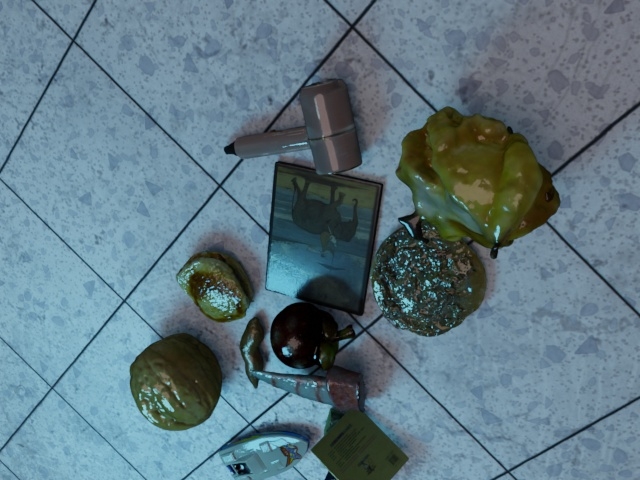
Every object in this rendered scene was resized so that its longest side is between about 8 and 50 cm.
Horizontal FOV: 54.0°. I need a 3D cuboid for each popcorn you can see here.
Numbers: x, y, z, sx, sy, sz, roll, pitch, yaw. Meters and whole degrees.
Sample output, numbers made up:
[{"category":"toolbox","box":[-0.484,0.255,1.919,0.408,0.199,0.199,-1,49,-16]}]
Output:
[{"category":"popcorn","box":[0.300,-0.112,1.201,0.316,0.281,0.297,27,162,30]}]

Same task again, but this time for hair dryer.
[{"category":"hair dryer","box":[-0.084,-0.233,1.382,0.344,0.107,0.189,-4,109,29]}]

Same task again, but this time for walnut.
[{"category":"walnut","box":[-0.382,0.380,1.683,0.257,0.257,0.224,51,151,-5]}]

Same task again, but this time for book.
[{"category":"book","box":[0.100,0.540,1.581,0.192,0.168,0.013,44,161,13]}]

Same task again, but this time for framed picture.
[{"category":"framed picture","box":[0.000,0.000,1.487,0.265,0.016,0.347,14,116,14]}]

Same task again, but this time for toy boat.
[{"category":"toy boat","box":[-0.030,0.369,1.577,0.282,0.096,0.206,3,150,11]},{"category":"toy boat","box":[-0.148,0.594,1.747,0.295,0.088,0.129,-27,100,28]}]

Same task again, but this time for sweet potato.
[{"category":"sweet potato","box":[-0.181,0.298,1.658,0.065,0.051,0.218,10,114,15]}]

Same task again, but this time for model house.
[{"category":"model house","box":[0.056,0.490,1.650,0.083,0.066,0.078,13,105,-4]}]

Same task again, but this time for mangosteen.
[{"category":"mangosteen","box":[-0.032,0.232,1.503,0.184,0.172,0.172,22,120,36]}]

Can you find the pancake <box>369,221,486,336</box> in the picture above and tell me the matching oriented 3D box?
[{"category":"pancake","box":[0.234,0.089,1.413,0.282,0.049,0.282,8,115,18]}]

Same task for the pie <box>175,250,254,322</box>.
[{"category":"pie","box":[-0.268,0.124,1.601,0.179,0.084,0.205,-32,101,29]}]

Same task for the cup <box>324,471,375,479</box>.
[{"category":"cup","box":[0.080,0.611,1.637,0.113,0.138,0.150,34,119,5]}]
